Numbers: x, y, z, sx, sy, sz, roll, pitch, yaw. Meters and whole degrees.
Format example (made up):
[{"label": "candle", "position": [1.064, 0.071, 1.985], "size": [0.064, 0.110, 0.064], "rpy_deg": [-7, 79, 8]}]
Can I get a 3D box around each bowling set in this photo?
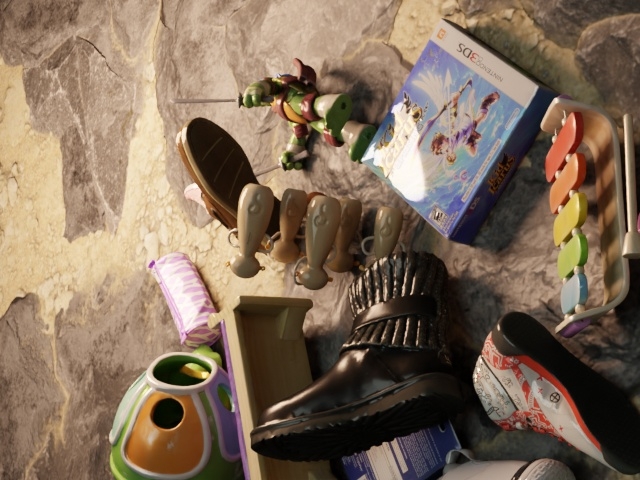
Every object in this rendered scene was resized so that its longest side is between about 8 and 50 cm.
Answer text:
[{"label": "bowling set", "position": [0.000, 0.000, 1.870], "size": [0.286, 0.200, 0.154], "rpy_deg": [11, 94, 5]}]

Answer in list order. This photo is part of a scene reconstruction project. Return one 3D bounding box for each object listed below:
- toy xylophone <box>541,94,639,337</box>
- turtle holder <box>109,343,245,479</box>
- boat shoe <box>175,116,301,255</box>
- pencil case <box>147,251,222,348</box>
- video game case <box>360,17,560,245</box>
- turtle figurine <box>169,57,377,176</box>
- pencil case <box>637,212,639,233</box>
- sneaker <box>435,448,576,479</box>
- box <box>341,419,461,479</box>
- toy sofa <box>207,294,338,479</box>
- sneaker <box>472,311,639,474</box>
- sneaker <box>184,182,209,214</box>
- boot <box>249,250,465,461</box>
[{"label": "toy xylophone", "position": [0.351, -0.042, 1.472], "size": [0.081, 0.236, 0.323], "rpy_deg": [-1, 68, 1]}, {"label": "turtle holder", "position": [-0.220, 0.312, 1.943], "size": [0.243, 0.320, 0.228], "rpy_deg": [17, 114, 32]}, {"label": "boat shoe", "position": [-0.163, -0.080, 1.940], "size": [0.104, 0.307, 0.111], "rpy_deg": [-6, 41, 43]}, {"label": "pencil case", "position": [-0.257, 0.111, 2.138], "size": [0.086, 0.088, 0.206], "rpy_deg": [-54, 49, 26]}, {"label": "video game case", "position": [0.207, -0.171, 1.739], "size": [0.244, 0.061, 0.270], "rpy_deg": [46, 114, 43]}, {"label": "turtle figurine", "position": [-0.059, -0.185, 1.928], "size": [0.266, 0.274, 0.198], "rpy_deg": [19, 129, 43]}, {"label": "pencil case", "position": [0.525, -0.031, 1.339], "size": [0.284, 0.124, 0.124], "rpy_deg": [-20, 67, 43]}, {"label": "sneaker", "position": [0.218, 0.463, 1.532], "size": [0.210, 0.137, 0.366], "rpy_deg": [6, 80, 47]}, {"label": "box", "position": [0.126, 0.321, 1.726], "size": [0.225, 0.036, 0.136], "rpy_deg": [-44, 52, 33]}, {"label": "toy sofa", "position": [-0.084, 0.283, 1.847], "size": [0.177, 0.150, 0.363], "rpy_deg": [-41, 53, 48]}, {"label": "sneaker", "position": [0.318, 0.232, 1.521], "size": [0.270, 0.090, 0.145], "rpy_deg": [47, 142, 22]}, {"label": "sneaker", "position": [-0.216, -0.073, 2.164], "size": [0.134, 0.051, 0.070], "rpy_deg": [-7, 71, 41]}, {"label": "boot", "position": [0.048, 0.178, 1.702], "size": [0.347, 0.131, 0.260], "rpy_deg": [-18, 54, 14]}]
